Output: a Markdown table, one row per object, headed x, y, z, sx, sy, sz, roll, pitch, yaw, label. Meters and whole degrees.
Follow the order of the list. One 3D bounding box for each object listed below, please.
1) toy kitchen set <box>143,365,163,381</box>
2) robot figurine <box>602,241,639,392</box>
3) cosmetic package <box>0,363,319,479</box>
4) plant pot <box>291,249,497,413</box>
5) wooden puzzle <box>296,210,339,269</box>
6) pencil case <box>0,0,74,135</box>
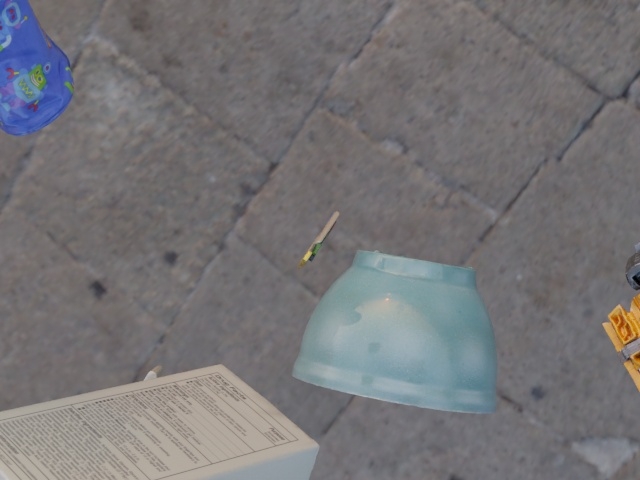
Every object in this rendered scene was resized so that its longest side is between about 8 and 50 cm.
| x | y | z | sx | sy | sz | roll | pitch | yaw | label |
| --- | --- | --- | --- | --- | --- | --- | --- | --- | --- |
| -0.185 | 0.262 | 1.695 | 0.166 | 0.207 | 0.122 | 26 | 99 | 3 | toy kitchen set |
| 0.331 | 0.106 | 1.111 | 0.085 | 0.291 | 0.211 | -38 | 61 | 26 | robot figurine |
| -0.171 | 0.218 | 1.226 | 0.160 | 0.309 | 0.113 | 35 | 118 | 37 | cosmetic package |
| 0.120 | 0.120 | 1.912 | 0.293 | 0.293 | 0.196 | 10 | 89 | 20 | plant pot |
| 0.000 | 0.000 | 1.910 | 0.014 | 0.116 | 0.078 | 34 | 150 | -1 | wooden puzzle |
| -0.414 | -0.276 | 1.695 | 0.119 | 0.133 | 0.306 | 45 | 166 | 44 | pencil case |
